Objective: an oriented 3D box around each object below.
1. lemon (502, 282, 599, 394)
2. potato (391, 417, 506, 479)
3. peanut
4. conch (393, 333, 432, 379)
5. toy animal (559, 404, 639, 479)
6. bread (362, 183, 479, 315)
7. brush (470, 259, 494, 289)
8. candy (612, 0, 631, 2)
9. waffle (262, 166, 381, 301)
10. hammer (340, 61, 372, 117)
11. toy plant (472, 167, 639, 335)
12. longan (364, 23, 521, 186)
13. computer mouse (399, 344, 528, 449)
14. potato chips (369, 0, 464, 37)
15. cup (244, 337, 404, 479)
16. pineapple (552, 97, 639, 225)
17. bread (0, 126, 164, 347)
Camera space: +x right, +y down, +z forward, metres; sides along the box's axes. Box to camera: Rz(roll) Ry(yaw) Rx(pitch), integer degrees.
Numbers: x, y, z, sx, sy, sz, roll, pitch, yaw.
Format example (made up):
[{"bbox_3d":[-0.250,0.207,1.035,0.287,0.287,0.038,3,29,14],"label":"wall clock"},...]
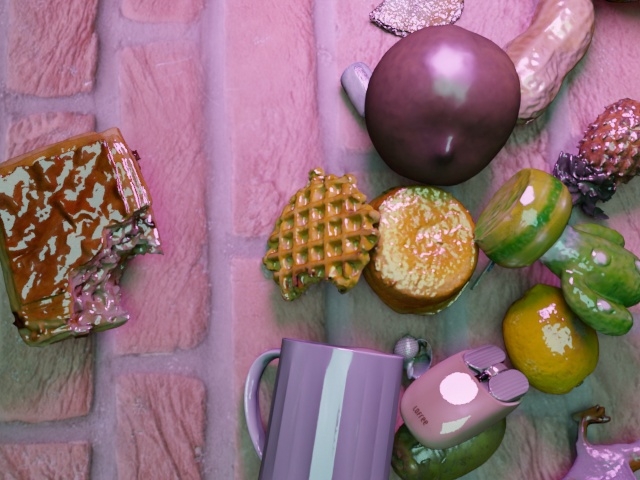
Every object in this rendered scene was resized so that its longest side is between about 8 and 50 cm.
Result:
[{"bbox_3d":[0.433,0.187,1.296,0.170,0.170,0.207,-23,79,0],"label":"lemon"},{"bbox_3d":[0.246,0.375,1.309,0.251,0.113,0.149,-29,69,-14],"label":"potato"},{"bbox_3d":[0.450,-0.378,1.379,0.149,0.149,0.313,36,86,6],"label":"peanut"},{"bbox_3d":[0.181,0.227,1.356,0.076,0.056,0.085,-4,103,-17],"label":"conch"},{"bbox_3d":[0.492,0.470,1.304,0.284,0.225,0.302,-3,69,23],"label":"toy animal"},{"bbox_3d":[0.194,0.013,1.337,0.268,0.146,0.269,0,83,-1],"label":"bread"},{"bbox_3d":[0.332,0.067,1.387,0.013,0.016,0.084,37,86,-5],"label":"brush"},{"bbox_3d":[0.572,-0.529,1.376,0.297,0.187,0.081,17,112,8],"label":"candy"},{"bbox_3d":[-0.001,-0.001,1.327,0.291,0.051,0.291,-16,64,37],"label":"waffle"},{"bbox_3d":[0.144,-0.340,1.426,0.193,0.069,0.116,-29,83,-9],"label":"hammer"},{"bbox_3d":[0.450,0.020,1.239,0.315,0.184,0.224,37,51,-4],"label":"toy plant"},{"bbox_3d":[0.224,-0.250,1.286,0.297,0.297,0.298,0,83,2],"label":"longan"},{"bbox_3d":[0.259,0.283,1.252,0.236,0.082,0.145,-25,51,-13],"label":"computer mouse"},{"bbox_3d":[0.207,-0.537,1.463,0.201,0.029,0.220,3,86,2],"label":"potato chips"},{"bbox_3d":[-0.017,0.353,1.277,0.322,0.236,0.327,5,83,33],"label":"cup"},{"bbox_3d":[0.539,-0.124,1.349,0.170,0.141,0.310,40,99,-18],"label":"pineapple"},{"bbox_3d":[-0.462,-0.003,1.346,0.314,0.191,0.370,-18,88,-4],"label":"bread"}]
